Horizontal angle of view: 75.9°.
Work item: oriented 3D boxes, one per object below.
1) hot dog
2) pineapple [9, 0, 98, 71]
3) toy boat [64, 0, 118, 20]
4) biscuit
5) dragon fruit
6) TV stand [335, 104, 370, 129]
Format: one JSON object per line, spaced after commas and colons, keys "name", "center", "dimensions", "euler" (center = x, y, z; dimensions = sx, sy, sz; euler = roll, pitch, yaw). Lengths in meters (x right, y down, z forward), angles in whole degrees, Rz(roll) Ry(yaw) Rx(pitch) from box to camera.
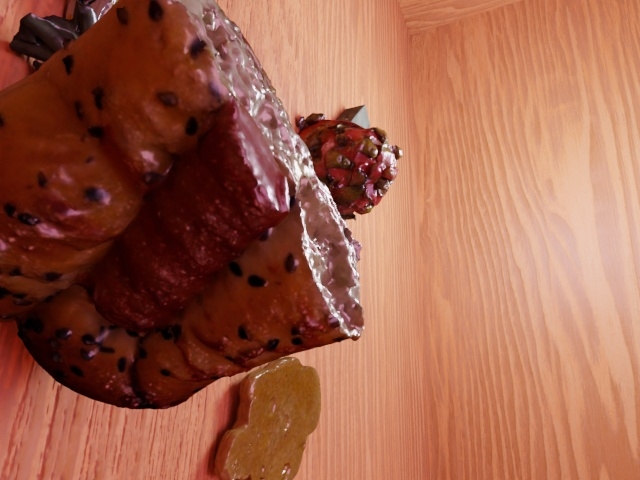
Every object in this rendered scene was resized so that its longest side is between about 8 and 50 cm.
{"name": "hot dog", "center": [-0.181, 0.006, 0.409], "dimensions": [0.367, 0.365, 0.196], "euler": [60, 18, -24]}
{"name": "pineapple", "center": [-0.244, -0.144, 0.527], "dimensions": [0.310, 0.170, 0.141], "euler": [50, 17, -13]}
{"name": "toy boat", "center": [-0.312, -0.324, 0.563], "dimensions": [0.066, 0.084, 0.210], "euler": [74, 23, -79]}
{"name": "biscuit", "center": [-0.098, 0.391, 0.874], "dimensions": [0.376, 0.051, 0.269], "euler": [1, 86, -64]}
{"name": "dragon fruit", "center": [0.107, -0.222, 1.204], "dimensions": [0.314, 0.263, 0.296], "euler": [42, 47, -55]}
{"name": "TV stand", "center": [0.100, -0.394, 1.445], "dimensions": [0.269, 0.083, 0.088], "euler": [-60, 139, -53]}
